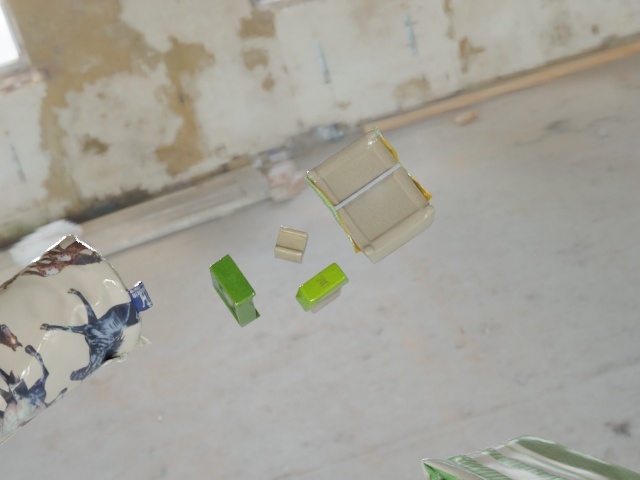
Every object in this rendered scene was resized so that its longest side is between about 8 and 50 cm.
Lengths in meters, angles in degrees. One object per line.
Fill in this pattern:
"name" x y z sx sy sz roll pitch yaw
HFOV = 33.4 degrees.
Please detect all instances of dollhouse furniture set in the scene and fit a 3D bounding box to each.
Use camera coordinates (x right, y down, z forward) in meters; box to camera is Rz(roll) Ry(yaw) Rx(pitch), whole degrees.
"dollhouse furniture set" 0.000 0.000 0.720 0.152 0.076 0.058 -35 -12 -10

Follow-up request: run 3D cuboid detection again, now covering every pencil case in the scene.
"pencil case" -0.401 0.173 1.324 0.410 0.183 0.160 -42 2 -32

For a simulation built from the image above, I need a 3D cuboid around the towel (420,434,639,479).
"towel" 0.283 0.285 1.235 0.248 0.038 0.325 16 6 32
